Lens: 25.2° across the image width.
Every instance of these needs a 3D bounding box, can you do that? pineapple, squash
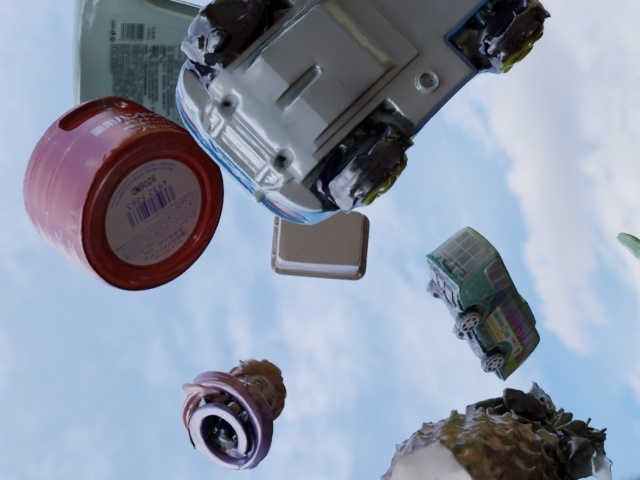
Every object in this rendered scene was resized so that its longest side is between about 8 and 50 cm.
[{"bbox_3d":[0.188,0.216,1.372,0.310,0.170,0.141,-15,-65,-57],"label":"pineapple"},{"bbox_3d":[0.454,0.008,2.066,0.027,0.027,0.089,62,179,-24],"label":"squash"}]

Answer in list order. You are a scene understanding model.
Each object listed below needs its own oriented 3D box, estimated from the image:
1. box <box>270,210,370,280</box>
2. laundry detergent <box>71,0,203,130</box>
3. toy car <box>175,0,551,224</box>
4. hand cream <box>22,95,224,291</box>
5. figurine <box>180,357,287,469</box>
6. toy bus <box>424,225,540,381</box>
[{"bbox_3d":[0.000,0.000,1.791,0.062,0.122,0.089,95,180,-80],"label":"box"},{"bbox_3d":[-0.090,-0.217,1.706,0.125,0.398,0.264,-33,-55,-79],"label":"laundry detergent"},{"bbox_3d":[0.035,-0.155,1.138,0.198,0.166,0.314,44,-106,1],"label":"toy car"},{"bbox_3d":[-0.209,-0.050,1.541,0.193,0.125,0.193,-22,-54,-35],"label":"hand cream"},{"bbox_3d":[-0.099,0.193,1.646,0.126,0.114,0.157,54,-166,-10],"label":"figurine"},{"bbox_3d":[0.219,0.091,1.931,0.091,0.109,0.261,46,174,38],"label":"toy bus"}]
